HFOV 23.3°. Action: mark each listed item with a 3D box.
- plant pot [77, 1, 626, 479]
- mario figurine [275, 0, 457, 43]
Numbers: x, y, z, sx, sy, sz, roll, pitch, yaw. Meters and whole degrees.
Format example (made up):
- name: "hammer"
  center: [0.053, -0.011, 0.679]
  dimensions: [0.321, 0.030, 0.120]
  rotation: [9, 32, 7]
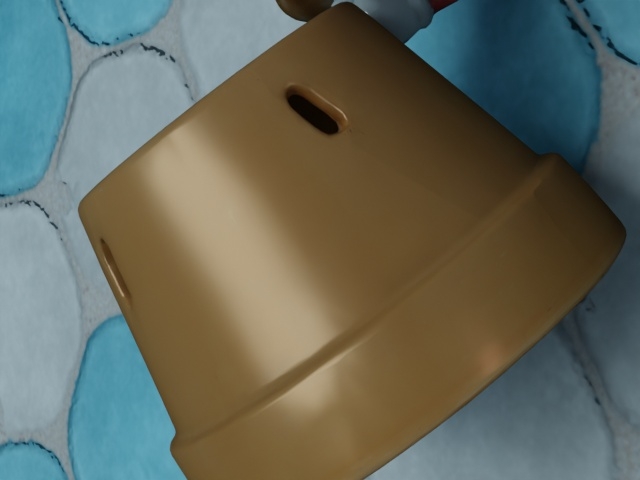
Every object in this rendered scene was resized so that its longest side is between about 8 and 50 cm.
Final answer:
- name: "plant pot"
  center: [0.000, 0.000, 0.897]
  dimensions: [0.291, 0.291, 0.203]
  rotation: [-34, 94, 43]
- name: "mario figurine"
  center: [0.064, -0.238, 0.941]
  dimensions: [0.320, 0.170, 0.198]
  rotation: [-13, 108, 53]
